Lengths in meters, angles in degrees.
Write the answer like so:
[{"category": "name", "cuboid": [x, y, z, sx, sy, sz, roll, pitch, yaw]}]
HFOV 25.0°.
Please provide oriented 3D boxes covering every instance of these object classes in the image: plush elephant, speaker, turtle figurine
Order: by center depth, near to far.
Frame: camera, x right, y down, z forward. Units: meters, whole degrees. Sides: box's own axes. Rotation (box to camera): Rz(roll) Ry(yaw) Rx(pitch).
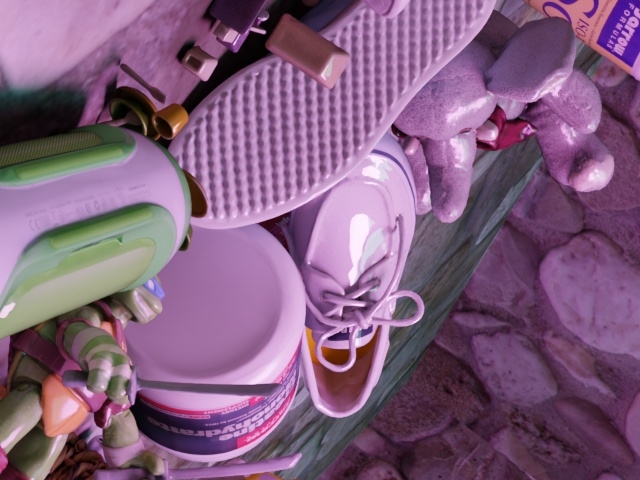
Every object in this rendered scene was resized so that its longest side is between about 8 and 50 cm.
[{"category": "speaker", "cuboid": [-0.198, -0.004, 0.938, 0.131, 0.131, 0.296, -57, 167, 21]}, {"category": "turtle figurine", "cuboid": [-0.173, 0.158, 1.098, 0.266, 0.275, 0.198, -45, -175, -15]}, {"category": "plush elephant", "cuboid": [0.144, -0.141, 1.498, 0.255, 0.271, 0.330, -52, 137, -57]}]

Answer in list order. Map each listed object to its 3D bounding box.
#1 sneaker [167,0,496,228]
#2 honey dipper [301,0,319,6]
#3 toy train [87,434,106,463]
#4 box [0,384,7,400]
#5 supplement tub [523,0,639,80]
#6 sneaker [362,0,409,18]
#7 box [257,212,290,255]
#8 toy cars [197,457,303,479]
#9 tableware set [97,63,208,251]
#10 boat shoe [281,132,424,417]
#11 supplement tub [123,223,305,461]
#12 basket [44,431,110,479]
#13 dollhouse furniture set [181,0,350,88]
[{"category": "sneaker", "cuboid": [0.002, -0.137, 1.316, 0.366, 0.135, 0.150, -37, -170, -12]}, {"category": "honey dipper", "cuboid": [0.029, -0.273, 1.264, 0.161, 0.030, 0.030, -53, 169, 20]}, {"category": "toy train", "cuboid": [-0.272, 0.290, 1.622, 0.105, 0.080, 0.184, -53, 170, -48]}, {"category": "box", "cuboid": [-0.321, 0.171, 1.207, 0.081, 0.028, 0.136, -57, 166, 24]}, {"category": "supplement tub", "cuboid": [0.367, -0.326, 1.645, 0.241, 0.331, 0.241, -49, 167, -15]}, {"category": "sneaker", "cuboid": [0.083, -0.286, 1.137, 0.151, 0.094, 0.256, -42, 162, -18]}, {"category": "box", "cuboid": [0.000, 0.000, 1.693, 0.257, 0.122, 0.128, -37, 161, -53]}, {"category": "toy cars", "cuboid": [-0.152, 0.281, 1.198, 0.393, 0.087, 0.176, -28, 173, -31]}, {"category": "tableware set", "cuboid": [-0.128, -0.056, 1.102, 0.024, 0.104, 0.154, -43, 164, -33]}, {"category": "boat shoe", "cuboid": [0.026, 0.058, 1.441, 0.367, 0.135, 0.156, 100, -13, -48]}, {"category": "supplement tub", "cuboid": [-0.113, 0.102, 1.399, 0.191, 0.191, 0.272, -49, 167, -18]}, {"category": "basket", "cuboid": [-0.269, 0.318, 1.251, 0.299, 0.223, 0.213, -46, 177, -14]}, {"category": "dollhouse furniture set", "cuboid": [-0.036, -0.148, 1.168, 0.091, 0.114, 0.081, -57, 172, 10]}]
